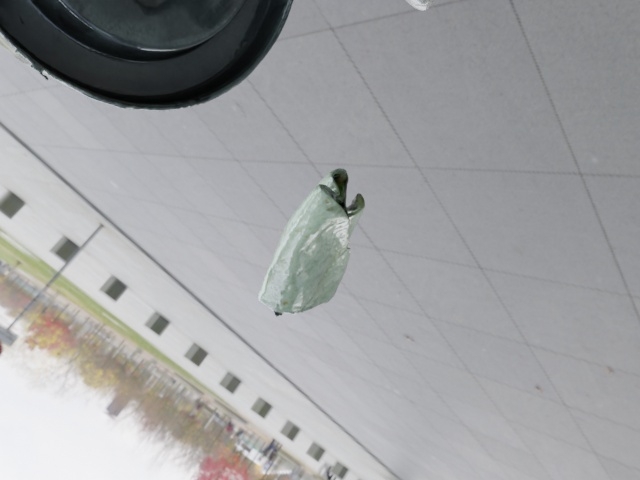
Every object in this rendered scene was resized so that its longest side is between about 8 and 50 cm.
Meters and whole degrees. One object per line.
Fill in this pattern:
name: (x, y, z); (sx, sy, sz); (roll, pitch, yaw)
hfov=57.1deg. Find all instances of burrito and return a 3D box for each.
burrito: (-0.003, 0.001, 0.427); (0.044, 0.074, 0.118); (38, 124, 30)

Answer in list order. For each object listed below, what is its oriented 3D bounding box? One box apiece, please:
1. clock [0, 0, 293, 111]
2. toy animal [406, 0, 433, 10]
clock: (-0.147, -0.261, 0.469); (0.061, 0.312, 0.312); (19, 155, 44)
toy animal: (0.159, -0.238, 0.338); (0.209, 0.154, 0.325); (9, 172, -37)
